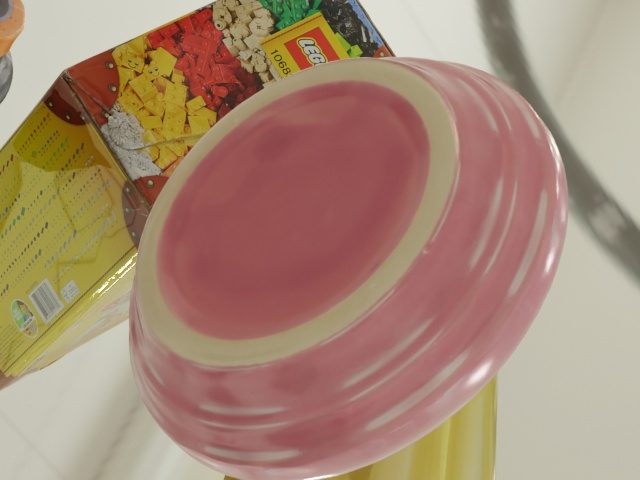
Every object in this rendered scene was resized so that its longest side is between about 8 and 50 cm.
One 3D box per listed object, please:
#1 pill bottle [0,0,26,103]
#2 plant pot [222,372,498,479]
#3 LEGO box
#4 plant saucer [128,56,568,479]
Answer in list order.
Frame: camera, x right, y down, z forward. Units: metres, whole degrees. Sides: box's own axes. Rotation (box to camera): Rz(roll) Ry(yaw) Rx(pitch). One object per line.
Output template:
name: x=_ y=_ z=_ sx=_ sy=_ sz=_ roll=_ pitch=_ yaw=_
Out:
pill bottle: x=-0.330 y=-0.116 z=1.570 sx=0.245 sy=0.130 sz=0.130 roll=-46 pitch=-152 yaw=34
plant pot: x=0.045 y=0.186 z=1.670 sx=0.254 sy=0.239 sz=0.254 roll=9 pitch=-162 yaw=-3
LEGO box: x=-0.186 y=-0.065 z=2.192 sx=0.372 sy=0.193 sz=0.500 roll=-30 pitch=175 yaw=-37
plant saucer: x=0.000 y=0.000 z=1.328 sx=0.332 sy=0.084 sz=0.332 roll=-21 pitch=-135 yaw=23
